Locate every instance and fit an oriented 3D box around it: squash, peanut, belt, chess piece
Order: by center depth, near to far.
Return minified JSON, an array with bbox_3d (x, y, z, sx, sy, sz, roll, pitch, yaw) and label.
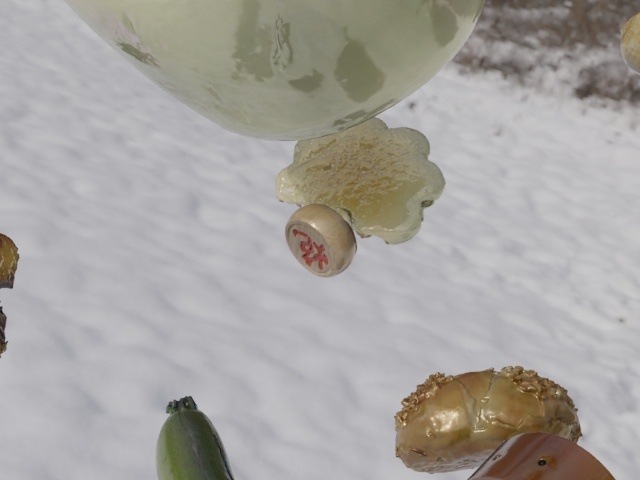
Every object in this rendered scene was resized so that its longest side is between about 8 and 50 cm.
[{"bbox_3d":[0.000,0.000,1.164,0.083,0.084,0.038,26,52,31],"label":"chess piece"},{"bbox_3d":[-0.134,0.264,1.197,0.087,0.087,0.331,15,19,-24],"label":"squash"},{"bbox_3d":[0.256,0.324,1.256,0.184,0.261,0.105,41,60,17],"label":"belt"},{"bbox_3d":[0.542,-0.283,1.627,0.129,0.129,0.224,10,29,-39],"label":"peanut"}]

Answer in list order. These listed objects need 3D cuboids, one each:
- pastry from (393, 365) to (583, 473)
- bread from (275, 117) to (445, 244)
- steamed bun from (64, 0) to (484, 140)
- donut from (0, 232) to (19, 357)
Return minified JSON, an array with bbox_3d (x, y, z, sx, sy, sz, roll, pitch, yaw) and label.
[{"bbox_3d":[0.272,0.294,1.803,0.310,0.162,0.255,-10,-18,6],"label":"pastry"},{"bbox_3d":[0.057,-0.097,1.508,0.250,0.182,0.039,23,-18,33],"label":"bread"},{"bbox_3d":[-0.084,-0.289,1.168,0.455,0.290,0.371,6,-16,37],"label":"steamed bun"},{"bbox_3d":[-0.665,0.087,2.046,0.295,0.112,0.151,-101,166,-47],"label":"donut"}]
